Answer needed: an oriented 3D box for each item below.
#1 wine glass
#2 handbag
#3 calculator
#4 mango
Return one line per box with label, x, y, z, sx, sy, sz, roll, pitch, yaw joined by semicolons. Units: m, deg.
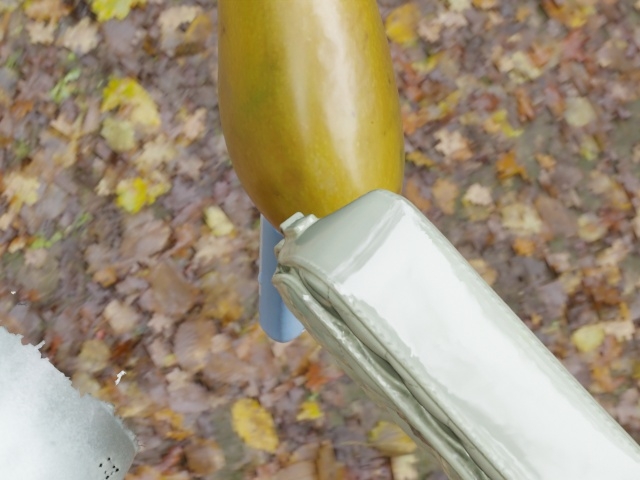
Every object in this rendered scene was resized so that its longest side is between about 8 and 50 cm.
wine glass;-0.295;0.221;1.012;0.190;0.190;0.357;40;69;-9
handbag;0.066;0.084;0.795;0.079;0.219;0.256;-44;95;-13
calculator;0.000;0.000;1.096;0.121;0.210;0.039;-38;64;-26
mango;-0.013;-0.111;0.887;0.113;0.138;0.253;-15;108;-12
